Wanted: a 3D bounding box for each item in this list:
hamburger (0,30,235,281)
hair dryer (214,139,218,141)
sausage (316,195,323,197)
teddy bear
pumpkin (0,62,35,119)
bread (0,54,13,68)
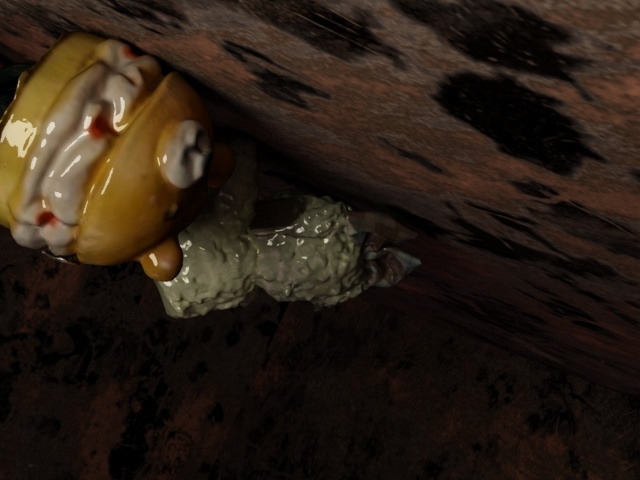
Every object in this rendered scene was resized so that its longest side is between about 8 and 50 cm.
[{"bbox_3d":[-0.231,-0.087,1.109,0.237,0.276,0.276,27,175,-3],"label":"hamburger"},{"bbox_3d":[-0.196,-0.158,1.476,0.114,0.037,0.063,20,-179,-37],"label":"hair dryer"},{"bbox_3d":[0.000,0.000,1.642,0.121,0.121,0.304,24,176,11],"label":"sausage"},{"bbox_3d":[-0.098,-0.035,1.439,0.375,0.362,0.327,55,161,41],"label":"teddy bear"},{"bbox_3d":[-0.443,-0.179,1.576,0.250,0.216,0.250,57,179,2],"label":"pumpkin"},{"bbox_3d":[-0.592,-0.288,1.676,0.139,0.095,0.269,17,169,10],"label":"bread"}]
